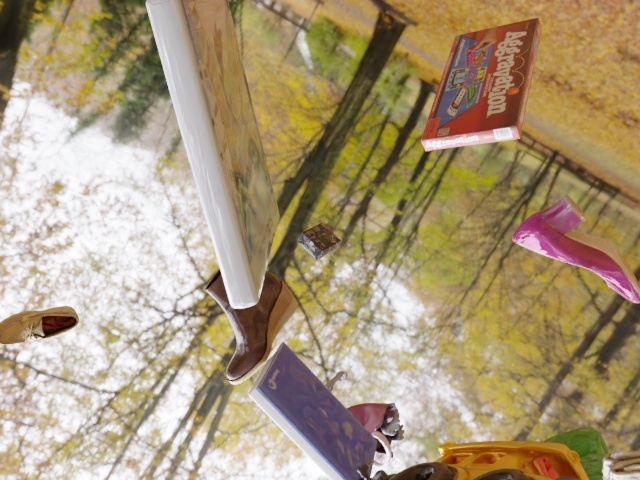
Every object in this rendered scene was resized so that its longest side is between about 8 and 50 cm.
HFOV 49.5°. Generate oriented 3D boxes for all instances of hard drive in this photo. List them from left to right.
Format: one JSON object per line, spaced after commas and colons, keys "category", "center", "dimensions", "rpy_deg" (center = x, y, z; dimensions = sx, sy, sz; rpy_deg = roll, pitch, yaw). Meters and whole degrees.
{"category": "hard drive", "center": [-0.007, 0.384, 1.491], "dimensions": [0.319, 0.040, 0.210], "rpy_deg": [47, -160, -6]}

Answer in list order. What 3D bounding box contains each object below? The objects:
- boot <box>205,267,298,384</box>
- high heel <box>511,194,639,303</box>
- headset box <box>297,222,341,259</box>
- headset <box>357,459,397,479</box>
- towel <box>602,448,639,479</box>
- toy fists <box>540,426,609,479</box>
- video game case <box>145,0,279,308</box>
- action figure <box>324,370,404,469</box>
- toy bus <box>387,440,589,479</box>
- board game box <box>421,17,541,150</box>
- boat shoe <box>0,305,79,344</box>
{"category": "boot", "center": [-0.183, 0.167, 1.523], "dimensions": [0.207, 0.248, 0.090], "rpy_deg": [43, 163, -27]}
{"category": "high heel", "center": [0.446, 0.040, 1.195], "dimensions": [0.244, 0.117, 0.082], "rpy_deg": [43, -153, -16]}
{"category": "headset box", "center": [0.000, 0.000, 1.492], "dimensions": [0.062, 0.032, 0.083], "rpy_deg": [42, -145, 14]}
{"category": "headset", "center": [0.235, 0.461, 1.114], "dimensions": [0.394, 0.185, 0.244], "rpy_deg": [32, -131, -20]}
{"category": "towel", "center": [0.532, 0.409, 1.072], "dimensions": [0.187, 0.282, 0.049], "rpy_deg": [-8, -143, 9]}
{"category": "toy fists", "center": [0.496, 0.452, 1.345], "dimensions": [0.096, 0.142, 0.279], "rpy_deg": [58, -160, 3]}
{"category": "video game case", "center": [-0.110, -0.129, 0.832], "dimensions": [0.036, 0.329, 0.300], "rpy_deg": [-11, -160, 6]}
{"category": "action figure", "center": [0.047, 0.543, 1.981], "dimensions": [0.369, 0.248, 0.276], "rpy_deg": [3, -154, 14]}
{"category": "toy bus", "center": [0.187, 0.257, 0.652], "dimensions": [0.211, 0.220, 0.150], "rpy_deg": [-24, -89, -40]}
{"category": "board game box", "center": [0.258, -0.249, 1.089], "dimensions": [0.145, 0.281, 0.027], "rpy_deg": [-4, 136, 29]}
{"category": "boat shoe", "center": [-0.462, 0.139, 1.133], "dimensions": [0.135, 0.050, 0.045], "rpy_deg": [-18, -161, -31]}
